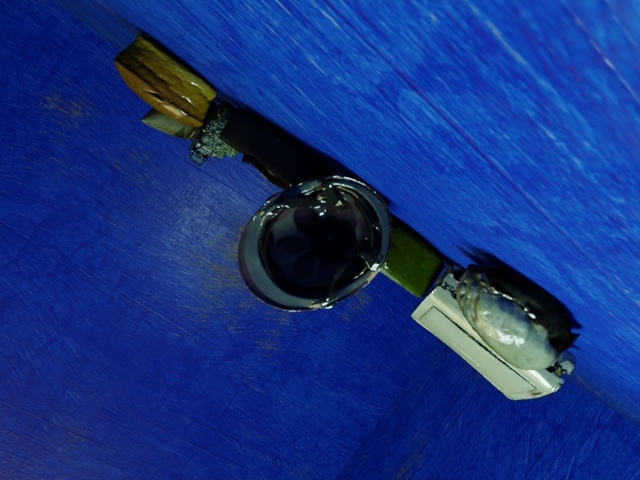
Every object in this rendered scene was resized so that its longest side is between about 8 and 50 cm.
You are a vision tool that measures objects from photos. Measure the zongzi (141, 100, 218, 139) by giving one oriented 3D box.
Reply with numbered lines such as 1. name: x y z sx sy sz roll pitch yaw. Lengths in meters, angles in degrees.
1. zongzi: -0.484 -0.429 1.370 0.289 0.154 0.318 40 -156 22

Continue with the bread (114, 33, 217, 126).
1. bread: -0.406 -0.412 1.167 0.270 0.142 0.195 35 -177 -2

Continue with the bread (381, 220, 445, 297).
1. bread: 0.160 0.012 1.230 0.366 0.129 0.382 36 -179 4

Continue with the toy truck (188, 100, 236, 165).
1. toy truck: -0.318 -0.315 1.317 0.074 0.201 0.088 31 -172 -34

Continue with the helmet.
1. helmet: 0.000 0.000 0.994 0.270 0.338 0.197 58 -168 0

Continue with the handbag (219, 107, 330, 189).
1. handbag: -0.090 -0.201 1.134 0.285 0.113 0.257 37 -172 25

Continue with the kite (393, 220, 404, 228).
1. kite: 0.158 -0.079 1.275 0.314 0.011 0.335 35 -179 -27

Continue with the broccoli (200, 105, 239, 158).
1. broccoli: -0.239 -0.303 1.235 0.122 0.118 0.204 62 -149 -11

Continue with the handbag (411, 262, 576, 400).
1. handbag: 0.436 0.233 1.150 0.359 0.160 0.236 40 167 14

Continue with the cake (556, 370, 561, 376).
1. cake: 0.619 0.322 1.239 0.185 0.116 0.080 31 -177 -28

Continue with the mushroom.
1. mushroom: 0.340 0.145 0.833 0.248 0.129 0.344 33 180 20
